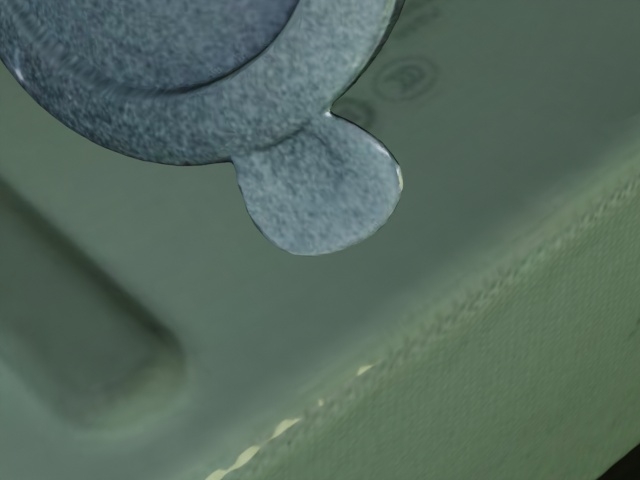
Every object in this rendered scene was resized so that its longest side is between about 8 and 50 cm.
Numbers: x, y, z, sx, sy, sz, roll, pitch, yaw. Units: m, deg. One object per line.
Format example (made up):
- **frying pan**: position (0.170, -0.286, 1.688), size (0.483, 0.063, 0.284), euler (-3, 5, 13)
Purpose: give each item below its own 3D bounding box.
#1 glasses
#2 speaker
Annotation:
- **glasses**: position (0.006, -0.106, 0.448), size (0.268, 0.234, 0.118), euler (-23, 119, -39)
- **speaker**: position (0.000, 0.000, 0.610), size (0.406, 0.184, 0.183), euler (-35, 148, -24)
